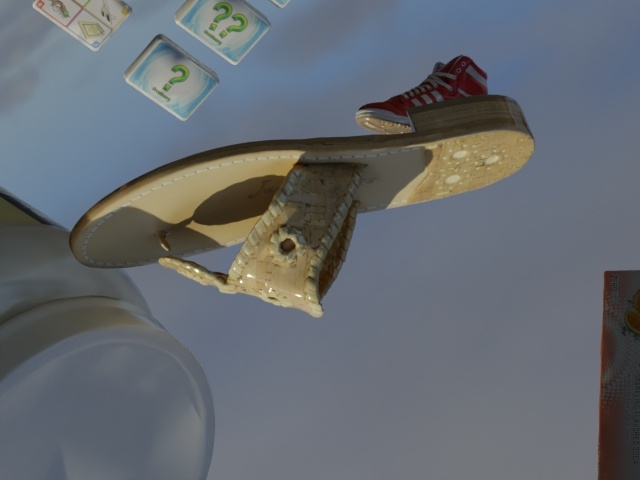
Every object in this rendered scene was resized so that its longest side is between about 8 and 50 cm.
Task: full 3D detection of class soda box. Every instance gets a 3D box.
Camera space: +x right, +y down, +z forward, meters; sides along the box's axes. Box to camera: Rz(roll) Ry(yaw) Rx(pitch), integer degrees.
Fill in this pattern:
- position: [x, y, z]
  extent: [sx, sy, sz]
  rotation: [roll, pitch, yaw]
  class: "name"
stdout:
- position: [0.163, 0.101, 0.878]
  extent: [0.063, 0.058, 0.183]
  rotation: [-1, -127, 13]
  class: "soda box"

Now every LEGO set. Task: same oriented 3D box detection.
- position: [-0.129, -0.216, 1.522]
  extent: [0.182, 0.244, 0.060]
  rotation: [-47, -140, 9]
  class: "LEGO set"

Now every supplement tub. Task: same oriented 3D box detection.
- position: [-0.239, 0.071, 1.056]
  extent: [0.325, 0.235, 0.235]
  rotation: [29, -117, 37]
  class: "supplement tub"

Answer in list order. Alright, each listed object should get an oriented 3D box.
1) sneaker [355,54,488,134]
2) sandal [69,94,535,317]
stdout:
- position: [0.081, -0.114, 1.450]
  extent: [0.118, 0.067, 0.042]
  rotation: [4, 176, -29]
  class: "sneaker"
- position: [0.000, -0.003, 0.921]
  extent: [0.240, 0.079, 0.088]
  rotation: [-16, 152, -7]
  class: "sandal"
